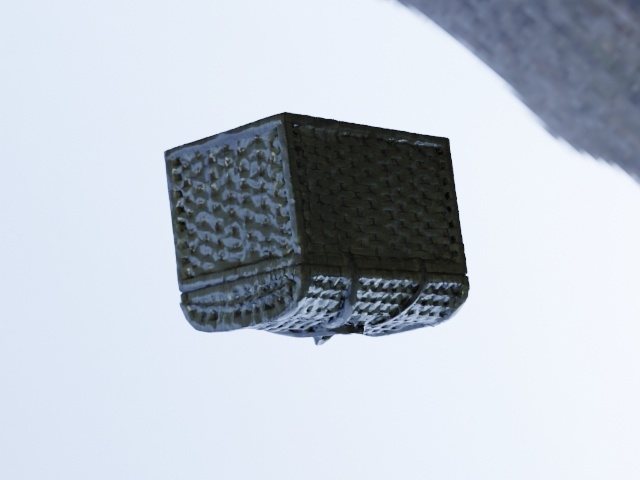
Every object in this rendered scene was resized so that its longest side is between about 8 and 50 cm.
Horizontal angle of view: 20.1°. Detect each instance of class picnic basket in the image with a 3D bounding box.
[{"bbox_3d":[0.000,0.000,1.345,0.196,0.134,0.154,4,-102,-49],"label":"picnic basket"}]
